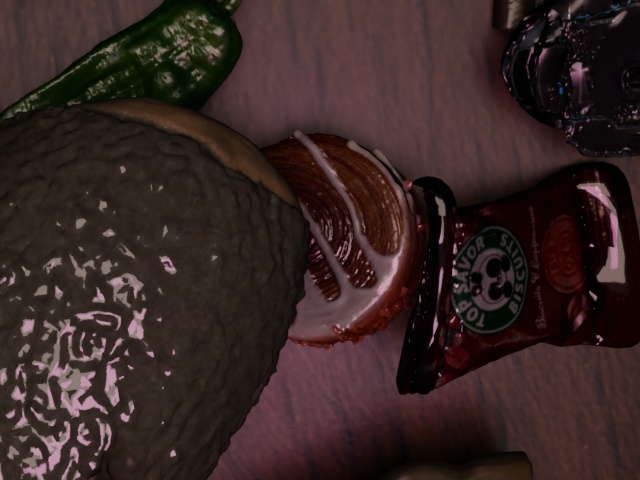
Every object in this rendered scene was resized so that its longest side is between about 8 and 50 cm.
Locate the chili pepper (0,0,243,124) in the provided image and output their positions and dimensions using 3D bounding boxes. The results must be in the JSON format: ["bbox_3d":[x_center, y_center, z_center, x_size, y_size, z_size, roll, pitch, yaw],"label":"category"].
[{"bbox_3d":[-0.151,-0.107,1.046,0.257,0.074,0.100,-33,99,2],"label":"chili pepper"}]

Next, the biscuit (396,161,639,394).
[{"bbox_3d":[0.144,0.021,1.048,0.235,0.063,0.151,-9,96,-40],"label":"biscuit"}]

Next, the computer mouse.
[{"bbox_3d":[0.243,-0.144,1.060,0.241,0.077,0.146,-6,116,-9],"label":"computer mouse"}]

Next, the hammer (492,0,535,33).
[{"bbox_3d":[0.151,-0.303,1.068,0.125,0.027,0.297,1,96,-4],"label":"hammer"}]

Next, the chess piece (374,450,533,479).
[{"bbox_3d":[-0.057,0.278,1.015,0.442,0.234,0.234,-6,96,1],"label":"chess piece"}]

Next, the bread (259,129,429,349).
[{"bbox_3d":[0.000,0.000,1.043,0.160,0.073,0.160,-1,85,13],"label":"bread"}]

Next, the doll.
[{"bbox_3d":[-0.151,0.080,0.915,0.247,0.247,0.349,17,73,-5],"label":"doll"}]
